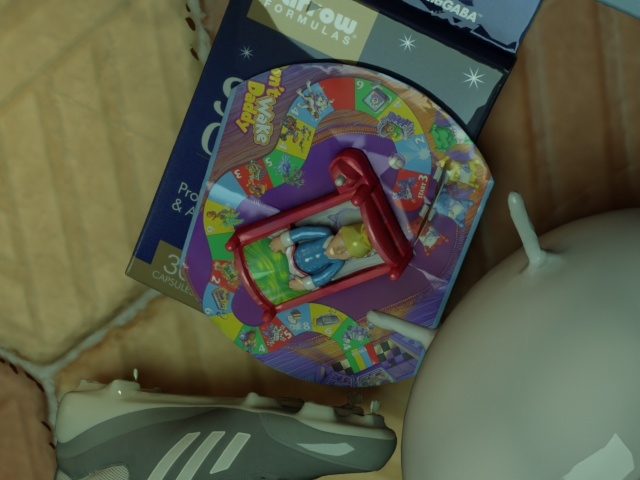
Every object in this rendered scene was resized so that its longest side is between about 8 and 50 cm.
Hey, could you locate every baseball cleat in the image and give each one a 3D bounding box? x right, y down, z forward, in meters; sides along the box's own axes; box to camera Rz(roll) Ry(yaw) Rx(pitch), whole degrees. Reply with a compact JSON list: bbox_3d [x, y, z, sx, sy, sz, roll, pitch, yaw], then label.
[{"bbox_3d":[-0.053,0.126,0.803,0.206,0.072,0.109,1,82,36],"label":"baseball cleat"}]

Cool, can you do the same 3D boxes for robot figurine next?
[{"bbox_3d":[0.179,0.125,0.687,0.353,0.200,0.300,42,128,-2],"label":"robot figurine"}]

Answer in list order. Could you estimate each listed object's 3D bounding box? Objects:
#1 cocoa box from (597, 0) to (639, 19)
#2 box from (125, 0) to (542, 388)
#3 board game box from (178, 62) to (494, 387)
[{"bbox_3d":[0.154,-0.206,0.513,0.347,0.228,0.231,23,123,-3],"label":"cocoa box"},{"bbox_3d":[0.003,-0.050,0.762,0.136,0.036,0.225,26,114,5],"label":"box"},{"bbox_3d":[0.000,0.000,0.743,0.133,0.033,0.168,22,115,6],"label":"board game box"}]
